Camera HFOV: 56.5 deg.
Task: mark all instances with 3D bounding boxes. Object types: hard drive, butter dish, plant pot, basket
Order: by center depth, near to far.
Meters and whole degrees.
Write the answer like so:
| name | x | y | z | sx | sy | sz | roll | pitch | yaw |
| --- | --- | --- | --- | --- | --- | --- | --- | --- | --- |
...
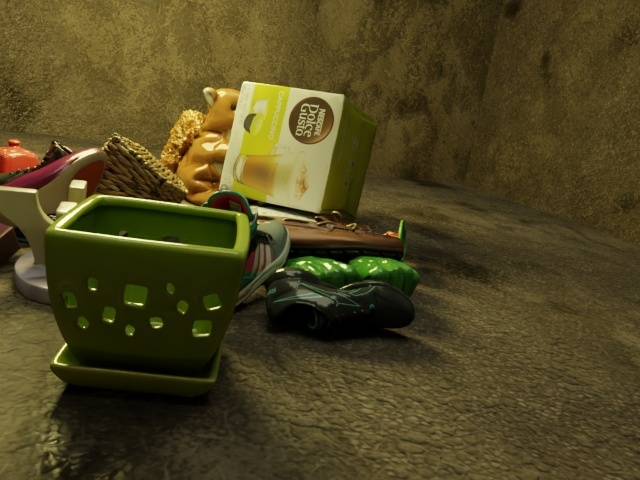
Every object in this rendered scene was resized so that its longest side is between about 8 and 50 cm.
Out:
| name | x | y | z | sx | sy | sz | roll | pitch | yaw |
| --- | --- | --- | --- | --- | --- | --- | --- | --- | --- |
| plant pot | -0.218 | 0.070 | 0.778 | 0.227 | 0.207 | 0.228 | 8 | 13 | -8 |
| basket | -0.480 | -0.109 | 1.503 | 0.213 | 0.223 | 0.299 | 42 | -2 | -6 |
| hard drive | -0.100 | -0.025 | 1.584 | 0.237 | 0.064 | 0.339 | 7 | 14 | -8 |
| butter dish | -0.950 | -0.253 | 1.842 | 0.160 | 0.118 | 0.160 | 19 | 16 | 33 |

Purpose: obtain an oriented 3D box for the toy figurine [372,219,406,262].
| name | x | y | z | sx | sy | sz | roll | pitch | yaw |
| --- | --- | --- | --- | --- | --- | --- | --- | --- | --- |
| toy figurine | 0.132 | 0.007 | 1.508 | 0.159 | 0.130 | 0.173 | 2 | 11 | 12 |

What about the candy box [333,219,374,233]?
| name | x | y | z | sx | sy | sz | roll | pitch | yaw |
| --- | --- | --- | --- | --- | --- | --- | --- | --- | --- |
| candy box | 0.093 | -0.006 | 1.657 | 0.109 | 0.053 | 0.186 | 9 | 15 | -7 |

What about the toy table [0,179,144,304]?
| name | x | y | z | sx | sy | sz | roll | pitch | yaw |
| --- | --- | --- | --- | --- | --- | --- | --- | --- | --- |
| toy table | -0.444 | -0.007 | 1.057 | 0.252 | 0.160 | 0.274 | 1 | 16 | -30 |

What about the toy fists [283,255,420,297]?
| name | x | y | z | sx | sy | sz | roll | pitch | yaw |
| --- | --- | --- | --- | --- | --- | --- | --- | --- | --- |
| toy fists | 0.062 | 0.082 | 1.174 | 0.279 | 0.096 | 0.142 | 1 | 3 | -26 |

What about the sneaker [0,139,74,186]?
| name | x | y | z | sx | sy | sz | roll | pitch | yaw |
| --- | --- | --- | --- | --- | --- | --- | --- | --- | --- |
| sneaker | -0.777 | -0.204 | 1.650 | 0.282 | 0.162 | 0.106 | 8 | 13 | -5 |

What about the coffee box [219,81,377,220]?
| name | x | y | z | sx | sy | sz | roll | pitch | yaw |
| --- | --- | --- | --- | --- | --- | --- | --- | --- | --- |
| coffee box | -0.054 | -0.263 | 1.831 | 0.335 | 0.337 | 0.338 | 13 | 2 | 21 |

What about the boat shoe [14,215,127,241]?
| name | x | y | z | sx | sy | sz | roll | pitch | yaw |
| --- | --- | --- | --- | --- | --- | --- | --- | --- | --- |
| boat shoe | -0.527 | -0.039 | 1.287 | 0.258 | 0.089 | 0.109 | 1 | 16 | -33 |

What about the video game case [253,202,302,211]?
| name | x | y | z | sx | sy | sz | roll | pitch | yaw |
| --- | --- | --- | --- | --- | --- | --- | --- | --- | --- |
| video game case | -0.142 | -0.104 | 1.991 | 0.119 | 0.015 | 0.166 | 14 | 14 | 16 |

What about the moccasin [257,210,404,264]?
| name | x | y | z | sx | sy | sz | roll | pitch | yaw |
| --- | --- | --- | --- | --- | --- | --- | --- | --- | --- |
| moccasin | 0.000 | 0.002 | 1.337 | 0.380 | 0.139 | 0.147 | 2 | 53 | -3 |

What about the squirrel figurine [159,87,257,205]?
| name | x | y | z | sx | sy | sz | roll | pitch | yaw |
| --- | --- | --- | --- | --- | --- | --- | --- | --- | --- |
| squirrel figurine | -0.376 | -0.327 | 1.991 | 0.397 | 0.370 | 0.281 | 16 | 15 | 27 |

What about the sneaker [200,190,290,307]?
| name | x | y | z | sx | sy | sz | roll | pitch | yaw |
| --- | --- | --- | --- | --- | --- | --- | --- | --- | --- |
| sneaker | -0.145 | -0.016 | 1.097 | 0.124 | 0.178 | 0.295 | 10 | 30 | 18 |

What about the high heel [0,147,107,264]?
| name | x | y | z | sx | sy | sz | roll | pitch | yaw |
| --- | --- | --- | --- | --- | --- | --- | --- | --- | --- |
| high heel | -0.597 | -0.101 | 1.182 | 0.181 | 0.127 | 0.377 | 20 | 39 | 11 |

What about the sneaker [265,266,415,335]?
| name | x | y | z | sx | sy | sz | roll | pitch | yaw |
| --- | --- | --- | --- | --- | --- | --- | --- | --- | --- |
| sneaker | 0.033 | 0.125 | 1.026 | 0.268 | 0.101 | 0.106 | 9 | 35 | -4 |
